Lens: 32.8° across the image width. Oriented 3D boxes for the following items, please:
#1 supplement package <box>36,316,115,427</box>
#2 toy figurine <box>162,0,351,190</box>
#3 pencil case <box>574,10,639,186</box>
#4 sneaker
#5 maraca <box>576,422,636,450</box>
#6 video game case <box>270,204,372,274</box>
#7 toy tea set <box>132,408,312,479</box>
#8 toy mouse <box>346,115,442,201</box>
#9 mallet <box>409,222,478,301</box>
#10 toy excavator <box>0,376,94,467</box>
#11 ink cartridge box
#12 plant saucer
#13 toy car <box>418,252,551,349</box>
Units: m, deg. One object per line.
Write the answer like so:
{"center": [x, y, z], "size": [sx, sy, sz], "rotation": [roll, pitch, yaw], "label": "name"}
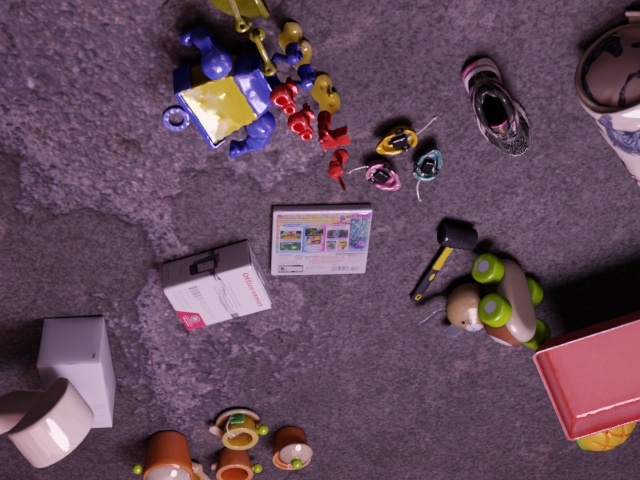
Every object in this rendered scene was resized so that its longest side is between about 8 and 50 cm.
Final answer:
{"center": [-0.412, 0.227, 1.851], "size": [0.105, 0.105, 0.179], "rotation": [-1, 135, -4], "label": "supplement package"}
{"center": [-0.128, -0.198, 1.426], "size": [0.217, 0.191, 0.362], "rotation": [-19, 133, 17], "label": "toy figurine"}
{"center": [0.524, -0.144, 1.581], "size": [0.160, 0.183, 0.410], "rotation": [-6, 143, 41], "label": "pencil case"}
{"center": [0.254, -0.175, 1.568], "size": [0.072, 0.077, 0.178], "rotation": [-27, 132, 19], "label": "sneaker"}
{"center": [0.566, 0.332, 2.098], "size": [0.186, 0.099, 0.127], "rotation": [-45, 137, 0], "label": "maraca"}
{"center": [0.000, 0.000, 1.746], "size": [0.157, 0.019, 0.143], "rotation": [-1, 134, -6], "label": "video game case"}
{"center": [-0.183, 0.432, 2.069], "size": [0.336, 0.124, 0.200], "rotation": [-20, 133, 12], "label": "toy tea set"}
{"center": [0.126, -0.115, 1.641], "size": [0.161, 0.031, 0.143], "rotation": [-23, 133, 14], "label": "toy mouse"}
{"center": [0.204, 0.041, 1.807], "size": [0.062, 0.039, 0.189], "rotation": [4, 138, -15], "label": "mallet"}
{"center": [-0.629, 0.341, 1.813], "size": [0.445, 0.433, 0.222], "rotation": [-39, 117, -15], "label": "toy excavator"}
{"center": [-0.166, 0.074, 1.764], "size": [0.150, 0.063, 0.109], "rotation": [-16, 134, 7], "label": "ink cartridge box"}
{"center": [0.506, 0.214, 1.824], "size": [0.259, 0.047, 0.258], "rotation": [-20, 130, 11], "label": "plant saucer"}
{"center": [0.264, 0.126, 1.831], "size": [0.188, 0.149, 0.155], "rotation": [-26, 143, 32], "label": "toy car"}
